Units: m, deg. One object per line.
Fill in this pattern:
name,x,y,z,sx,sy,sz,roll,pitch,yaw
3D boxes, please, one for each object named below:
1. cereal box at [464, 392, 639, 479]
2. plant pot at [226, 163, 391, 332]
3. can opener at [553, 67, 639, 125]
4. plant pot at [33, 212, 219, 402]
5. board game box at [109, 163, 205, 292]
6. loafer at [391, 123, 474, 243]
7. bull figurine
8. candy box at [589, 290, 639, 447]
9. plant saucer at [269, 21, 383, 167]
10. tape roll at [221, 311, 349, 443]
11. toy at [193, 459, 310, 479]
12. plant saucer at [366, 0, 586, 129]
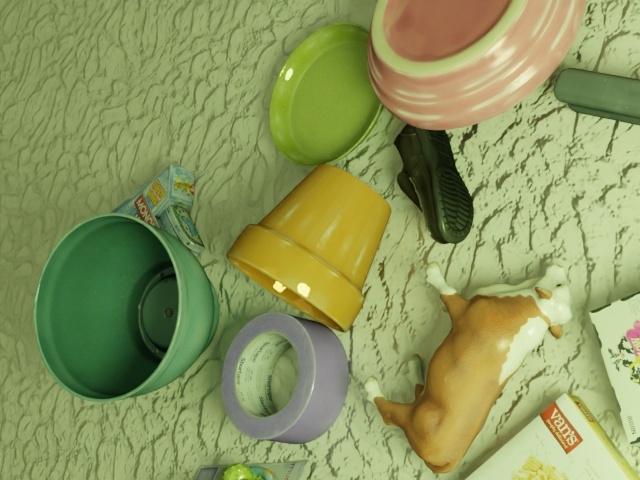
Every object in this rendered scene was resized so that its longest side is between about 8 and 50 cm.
cereal box,0.262,0.323,1.204,0.240,0.047,0.173,-48,51,19
plant pot,0.000,0.000,1.454,0.205,0.205,0.188,24,78,43
can opener,0.403,-0.137,1.212,0.283,0.076,0.095,21,90,44
plant pot,-0.287,0.113,1.636,0.293,0.196,0.293,-4,81,29
board game box,-0.286,-0.029,1.793,0.194,0.060,0.194,-47,51,21
loafer,0.153,-0.078,1.418,0.078,0.080,0.220,-35,46,33
bull figurine,0.189,0.141,1.295,0.188,0.101,0.310,38,100,46
candy box,0.418,0.125,1.116,0.196,0.070,0.164,-28,60,31
plant saucer,0.018,-0.226,1.605,0.241,0.037,0.241,-14,67,37
tape roll,-0.054,0.205,1.500,0.189,0.080,0.189,-14,67,37
toy,-0.139,0.377,1.499,0.237,0.056,0.137,-17,36,41
plant saucer,0.197,-0.315,1.403,0.332,0.084,0.332,-18,56,29
